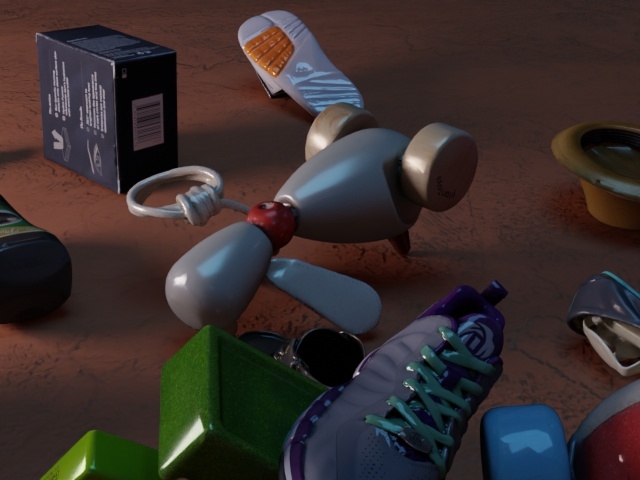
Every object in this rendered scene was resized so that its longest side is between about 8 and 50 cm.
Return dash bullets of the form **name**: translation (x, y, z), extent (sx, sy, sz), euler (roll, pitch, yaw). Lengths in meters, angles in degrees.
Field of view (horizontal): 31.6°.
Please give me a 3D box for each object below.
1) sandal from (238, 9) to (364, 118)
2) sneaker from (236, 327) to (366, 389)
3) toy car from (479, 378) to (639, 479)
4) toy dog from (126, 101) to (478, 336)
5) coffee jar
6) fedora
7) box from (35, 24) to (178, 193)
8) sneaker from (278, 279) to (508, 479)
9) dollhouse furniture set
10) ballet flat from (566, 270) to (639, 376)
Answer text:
- **sandal**: translation (-0.032, -0.225, 1.600), extent (0.102, 0.076, 0.265), euler (-24, 54, -19)
- **sneaker**: translation (-0.012, 0.097, 0.848), extent (0.083, 0.118, 0.222), euler (-8, 27, -21)
- **toy car**: translation (0.204, 0.208, 0.563), extent (0.219, 0.210, 0.238), euler (-6, 37, 3)
- **toy dog**: translation (0.000, 0.000, 1.074), extent (0.333, 0.161, 0.220), euler (-23, 36, -17)
- **coffee jar**: translation (-0.308, 0.010, 1.052), extent (0.096, 0.079, 0.184), euler (-13, 28, -36)
- **fedora**: translation (0.347, -0.066, 1.274), extent (0.194, 0.079, 0.194), euler (5, 31, -3)
- **box**: translation (-0.248, -0.158, 1.322), extent (0.158, 0.156, 0.093), euler (24, 32, 38)
- **sneaker**: translation (0.047, 0.081, 0.586), extent (0.083, 0.098, 0.224), euler (38, 22, -1)
- **dollhouse furniture set**: translation (-0.056, 0.224, 0.560), extent (0.151, 0.197, 0.302), euler (35, 25, -26)
- **ballet flat**: translation (0.288, 0.098, 0.947), extent (0.074, 0.074, 0.203), euler (-18, 38, -36)
